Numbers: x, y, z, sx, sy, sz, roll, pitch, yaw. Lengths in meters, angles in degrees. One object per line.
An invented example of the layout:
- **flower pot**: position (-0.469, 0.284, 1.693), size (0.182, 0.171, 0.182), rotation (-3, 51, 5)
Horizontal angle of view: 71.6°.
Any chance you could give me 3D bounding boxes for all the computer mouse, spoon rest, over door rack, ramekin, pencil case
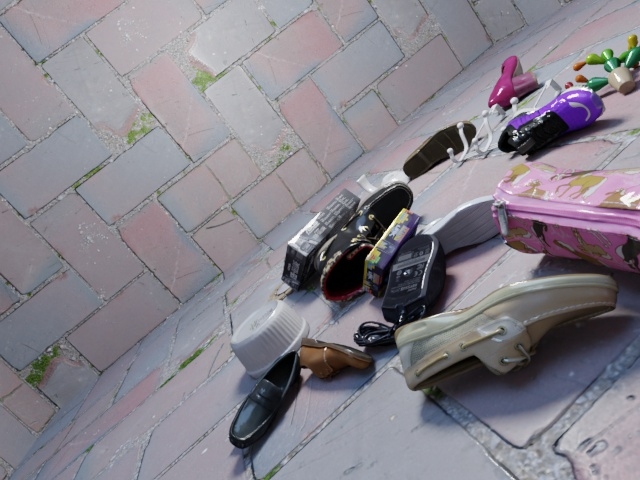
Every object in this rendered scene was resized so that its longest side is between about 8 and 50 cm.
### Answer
- **computer mouse**: position (0.184, 0.105, 0.892), size (0.188, 0.072, 0.272), rotation (-21, 34, 48)
- **spoon rest**: position (0.266, -0.231, 1.836), size (0.137, 0.084, 0.276), rotation (-45, 27, -20)
- **over door rack**: position (0.575, -0.395, 1.427), size (0.324, 0.108, 0.239), rotation (-44, 15, -24)
- **ramekin**: position (-0.142, 0.252, 1.181), size (0.207, 0.109, 0.207), rotation (-37, 12, 9)
- **pencil case**: position (0.383, -0.028, 0.571), size (0.167, 0.160, 0.386), rotation (-38, 13, -3)

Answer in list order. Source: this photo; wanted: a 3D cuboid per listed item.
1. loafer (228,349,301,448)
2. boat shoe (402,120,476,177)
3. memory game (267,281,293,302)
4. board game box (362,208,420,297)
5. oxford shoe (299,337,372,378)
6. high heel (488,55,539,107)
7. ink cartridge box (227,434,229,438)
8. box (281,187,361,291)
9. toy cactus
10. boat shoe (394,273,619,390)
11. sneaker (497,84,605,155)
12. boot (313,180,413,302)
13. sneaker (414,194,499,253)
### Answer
- **loafer**: position (-0.111, 0.316, 0.909), size (0.223, 0.076, 0.078), rotation (-48, -24, -44)
- **boat shoe**: position (0.439, -0.356, 1.659), size (0.307, 0.111, 0.104), rotation (-29, 17, 36)
- **memory game**: position (-0.121, 0.169, 1.631), size (0.186, 0.012, 0.186), rotation (-37, 13, 10)
- **board game box**: position (0.164, 0.031, 1.035), size (0.170, 0.048, 0.141), rotation (-51, -21, -25)
- **oxford shoe**: position (0.027, 0.242, 0.883), size (0.212, 0.076, 0.076), rotation (-14, 57, 57)
- **high heel**: position (0.720, -0.629, 1.763), size (0.181, 0.127, 0.377), rotation (-22, 21, 20)
- **ink cartridge box**: position (-0.150, 0.383, 0.928), size (0.048, 0.028, 0.083), rotation (-27, 18, 42)
- **box**: position (0.000, 0.000, 1.497), size (0.307, 0.076, 0.242), rotation (-46, -15, -30)
- **toy cactus**: position (0.745, -0.422, 1.123), size (0.219, 0.112, 0.181), rotation (-27, 36, 34)
- **boat shoe**: position (0.240, 0.131, 0.592), size (0.302, 0.109, 0.098), rotation (-27, 54, 32)
- **sneaker**: position (0.556, -0.276, 1.110), size (0.146, 0.102, 0.293), rotation (-45, 9, -10)
- **boot**: position (0.128, 0.001, 1.228), size (0.377, 0.138, 0.284), rotation (-41, 11, 9)
- **sneaker**: position (0.294, -0.031, 0.975), size (0.258, 0.094, 0.091), rotation (-31, 16, 31)
